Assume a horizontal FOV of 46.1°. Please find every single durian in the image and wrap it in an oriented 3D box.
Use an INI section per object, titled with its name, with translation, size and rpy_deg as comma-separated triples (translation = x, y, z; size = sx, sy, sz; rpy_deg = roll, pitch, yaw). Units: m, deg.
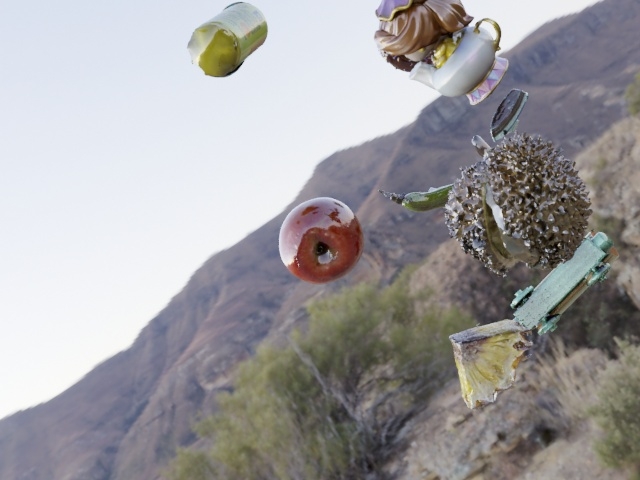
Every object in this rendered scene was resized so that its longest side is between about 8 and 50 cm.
[durian]
translation = 0.247, -0.051, 0.966
size = 0.196, 0.196, 0.167
rpy_deg = -38, 2, 35

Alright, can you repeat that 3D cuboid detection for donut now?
[donut]
translation = 0.277, -0.592, 2.203
size = 0.230, 0.216, 0.096
rpy_deg = -47, 11, 27

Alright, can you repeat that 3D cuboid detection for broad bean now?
[broad bean]
translation = 0.298, -0.110, 1.684
size = 0.325, 0.075, 0.067
rpy_deg = -14, 19, -8

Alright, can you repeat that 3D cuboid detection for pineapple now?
[pineapple]
translation = 0.223, 0.163, 1.027
size = 0.137, 0.116, 0.069
rpy_deg = -61, 12, -1

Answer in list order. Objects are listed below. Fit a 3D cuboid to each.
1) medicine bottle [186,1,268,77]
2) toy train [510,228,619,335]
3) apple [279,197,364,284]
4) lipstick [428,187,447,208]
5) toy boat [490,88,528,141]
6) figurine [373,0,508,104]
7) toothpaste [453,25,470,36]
[medicine bottle]
translation = -0.202, -0.439, 1.648
size = 0.124, 0.124, 0.239
rpy_deg = -37, 15, 31
[toy train]
translation = 0.541, 0.094, 1.660
size = 0.285, 0.116, 0.177
rpy_deg = -53, -21, 22
[apple]
translation = 0.000, 0.000, 1.577
size = 0.181, 0.181, 0.168
rpy_deg = -35, 14, -1
[lipstick]
translation = 0.485, -0.117, 2.498
size = 0.059, 0.263, 0.059
rpy_deg = 16, -90, -75
[toy boat]
translation = 0.460, -0.300, 1.833
size = 0.059, 0.066, 0.140
rpy_deg = 30, 87, 50
[figurine]
translation = 0.205, -0.359, 1.337
size = 0.189, 0.263, 0.142
rpy_deg = -43, 19, 38
[toothpaste]
translation = 0.212, -0.469, 1.462
size = 0.125, 0.080, 0.371
rpy_deg = 6, -4, 24
